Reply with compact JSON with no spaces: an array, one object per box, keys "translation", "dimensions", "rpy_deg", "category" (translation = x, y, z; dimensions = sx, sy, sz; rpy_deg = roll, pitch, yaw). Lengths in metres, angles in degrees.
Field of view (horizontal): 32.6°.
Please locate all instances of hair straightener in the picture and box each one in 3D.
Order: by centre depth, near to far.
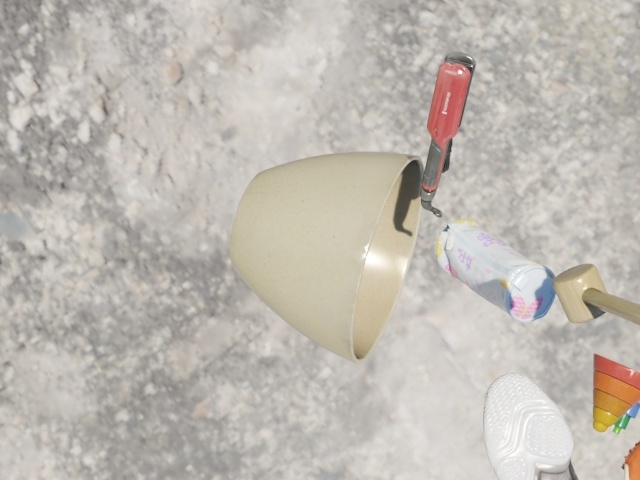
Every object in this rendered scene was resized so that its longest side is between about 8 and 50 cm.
[{"translation":[0.164,-0.135,1.403],"dimensions":[0.089,0.047,0.230],"rpy_deg":[-59,157,-54],"category":"hair straightener"}]

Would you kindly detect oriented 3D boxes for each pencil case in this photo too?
[{"translation":[0.326,0.051,2.056],"dimensions":[0.113,0.273,0.124],"rpy_deg":[-34,123,-10],"category":"pencil case"}]

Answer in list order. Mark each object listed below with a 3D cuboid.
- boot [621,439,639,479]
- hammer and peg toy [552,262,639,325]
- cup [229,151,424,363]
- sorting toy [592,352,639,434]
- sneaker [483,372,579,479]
[{"translation":[0.434,0.271,1.437],"dimensions":[0.084,0.158,0.059],"rpy_deg":[-19,129,32],"category":"boot"},{"translation":[0.472,0.052,1.271],"dimensions":[0.361,0.266,0.127],"rpy_deg":[-23,104,7],"category":"hammer and peg toy"},{"translation":[0.000,0.000,1.703],"dimensions":[0.331,0.237,0.331],"rpy_deg":[16,90,-74],"category":"cup"},{"translation":[0.552,0.308,2.030],"dimensions":[0.126,0.127,0.365],"rpy_deg":[-64,156,-5],"category":"sorting toy"},{"translation":[0.270,0.288,1.344],"dimensions":[0.101,0.268,0.153],"rpy_deg":[-23,176,3],"category":"sneaker"}]
